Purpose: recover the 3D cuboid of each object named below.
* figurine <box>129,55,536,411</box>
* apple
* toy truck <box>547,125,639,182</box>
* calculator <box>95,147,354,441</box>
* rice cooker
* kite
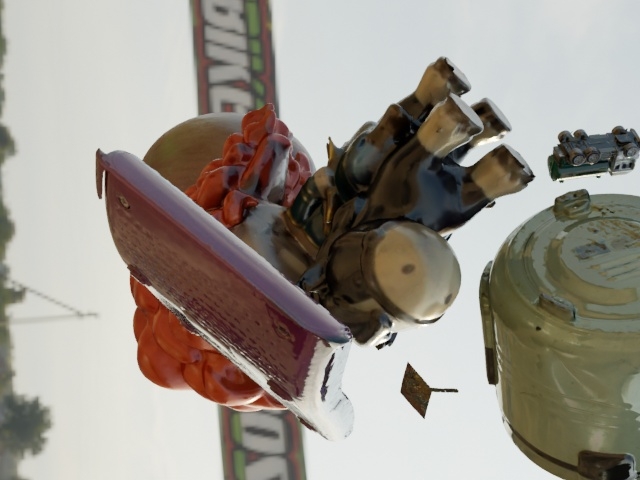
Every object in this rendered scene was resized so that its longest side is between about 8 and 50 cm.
[{"bbox_3d":[0.007,0.002,0.993,0.411,0.241,0.306,-18,-127,42],"label":"figurine"},{"bbox_3d":[-0.116,-0.011,1.340,0.306,0.235,0.306,-2,90,-89],"label":"apple"},{"bbox_3d":[0.256,-0.079,1.005,0.039,0.083,0.044,-106,-168,-48],"label":"toy truck"},{"bbox_3d":[-0.038,0.038,0.489,0.126,0.034,0.190,36,-16,16],"label":"calculator"},{"bbox_3d":[0.259,0.093,0.970,0.226,0.226,0.244,-115,-173,-50],"label":"rice cooker"},{"bbox_3d":[0.084,0.123,0.844,0.078,0.002,0.044,24,-57,55],"label":"kite"}]
